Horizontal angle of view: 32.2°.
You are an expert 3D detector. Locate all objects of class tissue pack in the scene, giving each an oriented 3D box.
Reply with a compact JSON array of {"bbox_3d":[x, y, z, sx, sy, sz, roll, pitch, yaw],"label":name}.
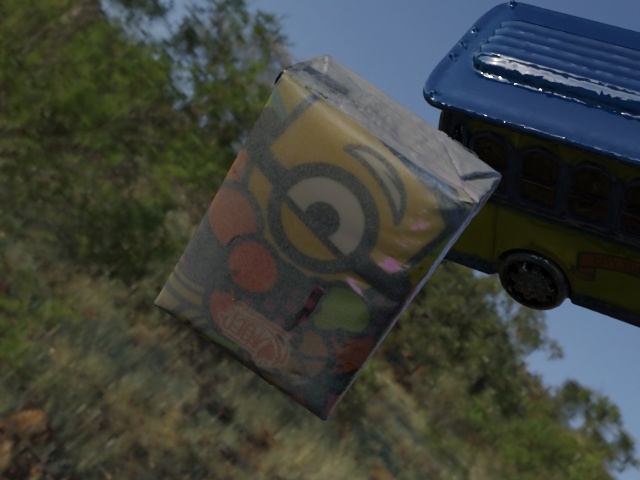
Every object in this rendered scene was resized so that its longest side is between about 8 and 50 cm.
[{"bbox_3d":[0.000,0.000,0.543,0.109,0.148,0.060,36,27,5],"label":"tissue pack"}]

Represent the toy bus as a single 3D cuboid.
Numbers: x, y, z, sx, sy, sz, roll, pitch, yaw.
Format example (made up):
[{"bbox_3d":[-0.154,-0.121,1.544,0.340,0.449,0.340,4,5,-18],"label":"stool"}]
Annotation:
[{"bbox_3d":[0.217,-0.035,0.735,0.288,0.138,0.175,21,-42,23],"label":"toy bus"}]
